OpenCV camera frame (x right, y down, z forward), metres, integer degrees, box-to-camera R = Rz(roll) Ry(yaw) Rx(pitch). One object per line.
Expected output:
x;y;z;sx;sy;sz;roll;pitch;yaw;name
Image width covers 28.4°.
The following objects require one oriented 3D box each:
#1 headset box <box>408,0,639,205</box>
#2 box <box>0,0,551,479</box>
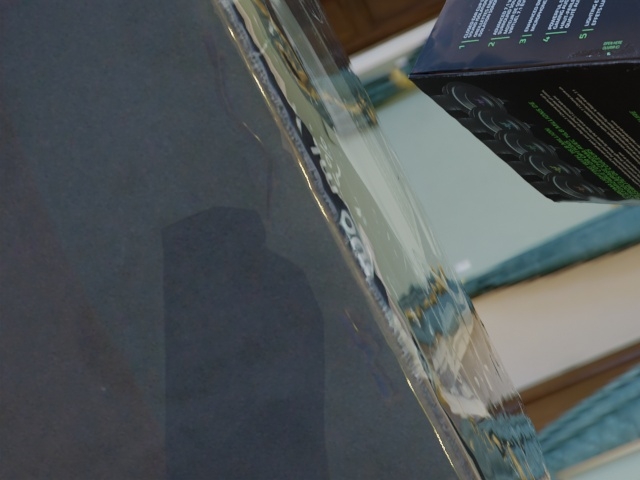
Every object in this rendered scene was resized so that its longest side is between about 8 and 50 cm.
0.204;-0.145;0.584;0.131;0.246;0.283;35;-17;-32;headset box
-0.067;0.071;0.751;0.480;0.297;0.472;62;10;-13;box
